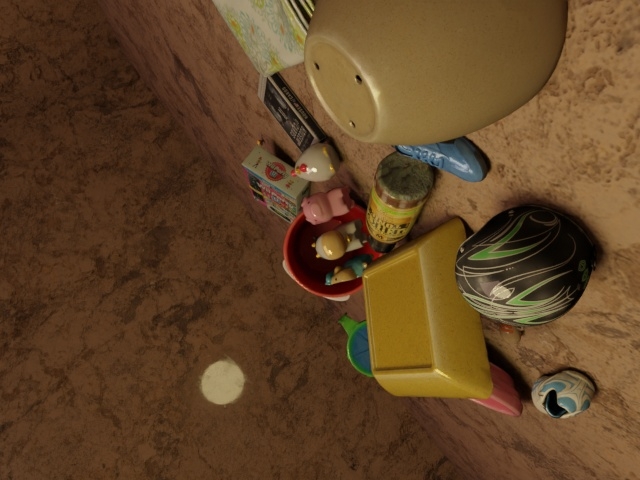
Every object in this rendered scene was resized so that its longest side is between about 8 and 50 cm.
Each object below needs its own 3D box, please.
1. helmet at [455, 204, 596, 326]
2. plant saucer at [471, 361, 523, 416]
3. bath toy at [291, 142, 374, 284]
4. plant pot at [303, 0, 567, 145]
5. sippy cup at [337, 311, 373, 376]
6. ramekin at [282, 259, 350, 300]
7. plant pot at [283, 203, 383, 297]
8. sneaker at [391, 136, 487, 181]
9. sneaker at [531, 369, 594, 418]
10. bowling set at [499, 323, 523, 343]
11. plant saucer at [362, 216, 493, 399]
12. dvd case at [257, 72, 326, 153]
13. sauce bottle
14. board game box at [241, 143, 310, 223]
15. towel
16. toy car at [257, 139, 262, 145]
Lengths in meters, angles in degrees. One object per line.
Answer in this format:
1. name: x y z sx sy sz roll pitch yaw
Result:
1. helmet: 0.286 0.045 0.628 0.169 0.161 0.169 48 167 15
2. plant saucer: 0.373 0.353 1.155 0.332 0.084 0.332 26 166 7
3. bath toy: 0.016 -0.069 1.095 0.151 0.128 0.349 -25 -83 -64
4. plant pot: 0.094 -0.222 0.505 0.284 0.191 0.284 47 166 15
5. sippy cup: 0.220 0.436 1.845 0.224 0.239 0.306 112 143 -87
6. ramekin: 0.012 0.095 1.604 0.277 0.135 0.277 25 156 12
7. plant pot: 0.027 0.017 1.282 0.275 0.275 0.243 53 178 -5
8. sneaker: 0.167 -0.149 0.699 0.209 0.082 0.069 45 164 23
9. sneaker: 0.485 0.331 0.901 0.085 0.086 0.237 43 166 26
10. bowling set: 0.272 0.161 0.947 0.287 0.200 0.154 30 154 49
11. plant saucer: 0.184 0.155 0.902 0.333 0.080 0.333 142 127 -61
12. dvd case: -0.083 -0.338 1.162 0.239 0.029 0.179 53 168 -2
13. sauce bottle: 0.154 -0.058 0.927 0.111 0.111 0.344 47 167 17
14. board game box: -0.150 -0.185 1.555 0.224 0.098 0.303 33 164 8
15. towel: -0.127 -0.476 0.805 0.321 0.090 0.374 59 166 -25
16. toy car: -0.185 -0.319 1.596 0.040 0.060 0.122 -50 -52 -60
